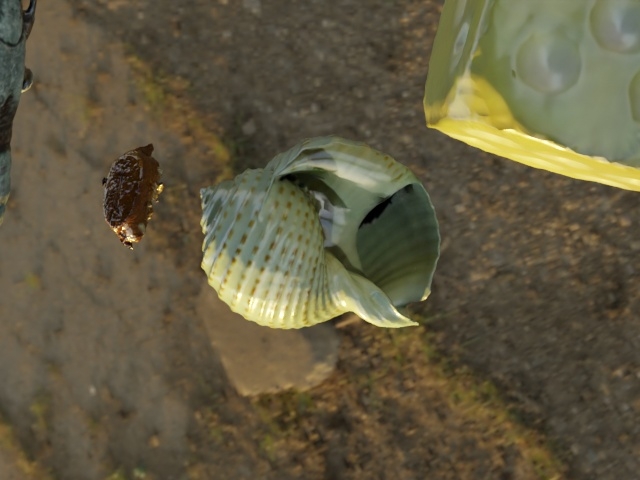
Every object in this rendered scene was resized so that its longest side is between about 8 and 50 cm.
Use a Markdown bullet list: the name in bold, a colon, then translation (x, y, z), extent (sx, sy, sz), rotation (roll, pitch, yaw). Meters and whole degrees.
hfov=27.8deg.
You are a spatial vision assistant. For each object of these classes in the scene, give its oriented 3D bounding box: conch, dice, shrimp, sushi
- **conch**: translation (-0.006, -0.003, 1.073), extent (0.172, 0.200, 0.131), rotation (-61, 29, -2)
- **dice**: translation (0.171, -0.133, 0.856), extent (0.166, 0.169, 0.169), rotation (-161, 87, -85)
- **shrimp**: translation (-0.347, -0.148, 1.217), extent (0.166, 0.221, 0.410), rotation (3, 106, 20)
- **sushi**: translation (-0.204, -0.052, 1.419), extent (0.061, 0.060, 0.118), rotation (22, 87, 29)
